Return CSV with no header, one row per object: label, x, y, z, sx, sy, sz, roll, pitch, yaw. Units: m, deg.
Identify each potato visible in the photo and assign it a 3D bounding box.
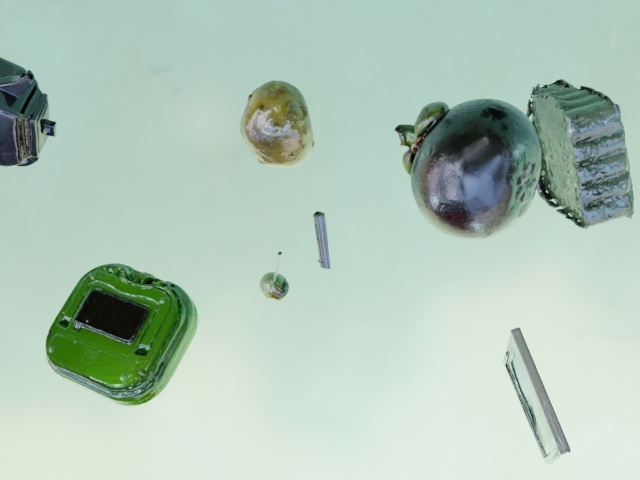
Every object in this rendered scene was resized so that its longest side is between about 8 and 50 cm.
potato,-0.079,-0.206,1.680,0.137,0.137,0.176,-1,125,19

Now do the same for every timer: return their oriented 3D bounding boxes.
timer,-0.197,0.088,0.890,0.140,0.128,0.047,18,158,23

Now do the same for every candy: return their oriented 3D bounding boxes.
candy,-0.085,0.064,1.771,0.061,0.061,0.202,21,155,2

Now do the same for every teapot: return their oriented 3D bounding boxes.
teapot,-0.375,-0.151,1.127,0.096,0.087,0.177,15,143,-5

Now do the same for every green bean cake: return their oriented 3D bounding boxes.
green bean cake,0.497,-0.175,1.753,0.132,0.241,0.255,-16,111,-2

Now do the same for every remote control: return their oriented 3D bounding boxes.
remote control,0.000,0.000,1.430,0.016,0.034,0.091,-12,103,-23

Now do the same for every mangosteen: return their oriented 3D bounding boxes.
mangosteen,0.220,-0.106,1.367,0.216,0.216,0.216,9,126,12

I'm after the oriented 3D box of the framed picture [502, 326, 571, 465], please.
framed picture,0.429,0.324,1.834,0.022,0.247,0.335,-20,161,2
